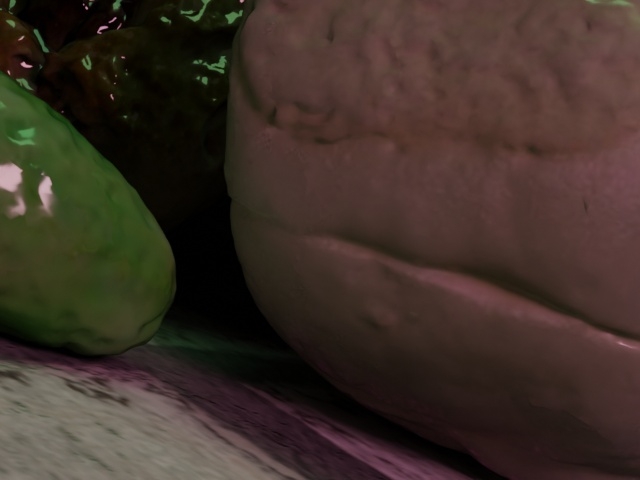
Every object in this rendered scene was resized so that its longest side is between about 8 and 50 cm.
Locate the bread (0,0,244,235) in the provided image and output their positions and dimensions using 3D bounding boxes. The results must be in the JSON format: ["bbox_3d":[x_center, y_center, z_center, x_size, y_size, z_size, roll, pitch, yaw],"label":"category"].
[{"bbox_3d":[-0.113,-0.103,0.889,0.230,0.230,0.123,27,-27,36],"label":"bread"}]

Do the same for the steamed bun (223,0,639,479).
[{"bbox_3d":[0.103,-0.008,0.827,0.247,0.236,0.383,14,-2,21],"label":"steamed bun"}]

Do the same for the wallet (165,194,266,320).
[{"bbox_3d":[0.000,-0.001,1.088,0.228,0.062,0.406,27,10,33],"label":"wallet"}]

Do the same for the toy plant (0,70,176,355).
[{"bbox_3d":[-0.238,-0.113,0.721,0.317,0.210,0.356,16,22,-45],"label":"toy plant"}]
